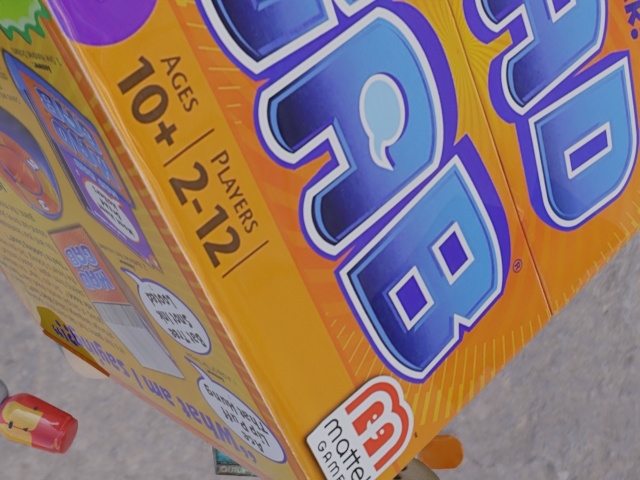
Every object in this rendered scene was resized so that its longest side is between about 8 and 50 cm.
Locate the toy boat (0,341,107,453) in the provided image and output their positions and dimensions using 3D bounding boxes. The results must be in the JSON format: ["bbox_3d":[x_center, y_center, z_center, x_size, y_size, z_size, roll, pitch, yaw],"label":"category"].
[{"bbox_3d":[-0.304,0.102,1.304,0.148,0.318,0.267,20,144,9],"label":"toy boat"}]

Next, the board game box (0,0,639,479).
[{"bbox_3d":[-0.039,-0.130,0.662,0.356,0.356,0.356,20,142,49],"label":"board game box"}]

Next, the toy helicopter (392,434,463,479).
[{"bbox_3d":[0.028,0.265,1.462,0.355,0.235,0.140,27,105,50],"label":"toy helicopter"}]

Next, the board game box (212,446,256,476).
[{"bbox_3d":[-0.108,0.401,2.040,0.186,0.126,0.026,6,108,-12],"label":"board game box"}]
